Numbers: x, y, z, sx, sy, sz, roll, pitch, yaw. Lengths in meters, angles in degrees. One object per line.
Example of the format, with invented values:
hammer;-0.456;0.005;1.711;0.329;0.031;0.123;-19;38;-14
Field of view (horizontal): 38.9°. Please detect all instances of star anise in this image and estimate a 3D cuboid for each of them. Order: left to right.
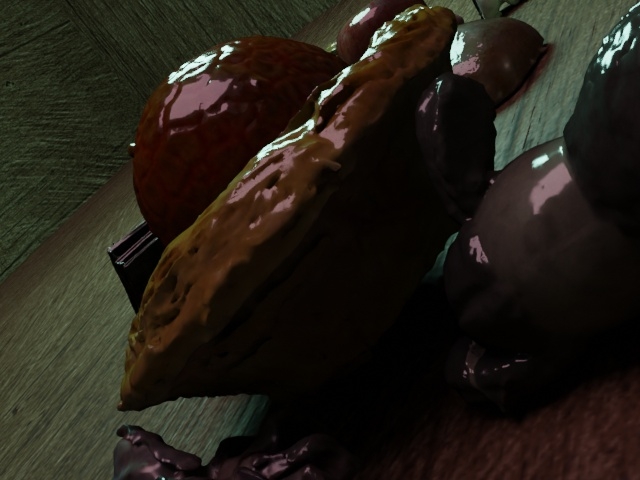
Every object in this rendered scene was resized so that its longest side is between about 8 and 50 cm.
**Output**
star anise;-0.074;0.161;0.484;0.198;0.110;0.257;-35;10;14

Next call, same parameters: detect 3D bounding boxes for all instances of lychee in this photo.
lychee;-0.068;-0.083;0.912;0.300;0.255;0.255;7;45;47

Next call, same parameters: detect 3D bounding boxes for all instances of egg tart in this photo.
egg tart;0.000;0.000;0.623;0.352;0.150;0.352;-50;4;4

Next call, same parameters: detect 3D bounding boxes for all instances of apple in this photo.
apple;0.100;-0.297;1.348;0.153;0.120;0.153;-40;7;6

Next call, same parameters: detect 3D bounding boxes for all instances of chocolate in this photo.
chocolate;0.122;-0.179;1.037;0.261;0.083;0.161;-23;24;43

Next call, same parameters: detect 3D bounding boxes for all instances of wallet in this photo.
wallet;-0.109;-0.035;1.087;0.317;0.044;0.169;-43;-24;-22

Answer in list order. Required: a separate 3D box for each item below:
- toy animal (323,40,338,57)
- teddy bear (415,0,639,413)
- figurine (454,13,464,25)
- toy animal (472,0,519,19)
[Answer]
toy animal;-0.011;-0.365;1.915;0.275;0.054;0.149;-30;15;31
teddy bear;0.143;-0.036;0.457;0.144;0.171;0.251;-26;-4;-46
figurine;0.163;-0.279;1.250;0.083;0.071;0.067;-43;56;12
toy animal;0.265;-0.367;1.265;0.124;0.085;0.071;-27;1;20
